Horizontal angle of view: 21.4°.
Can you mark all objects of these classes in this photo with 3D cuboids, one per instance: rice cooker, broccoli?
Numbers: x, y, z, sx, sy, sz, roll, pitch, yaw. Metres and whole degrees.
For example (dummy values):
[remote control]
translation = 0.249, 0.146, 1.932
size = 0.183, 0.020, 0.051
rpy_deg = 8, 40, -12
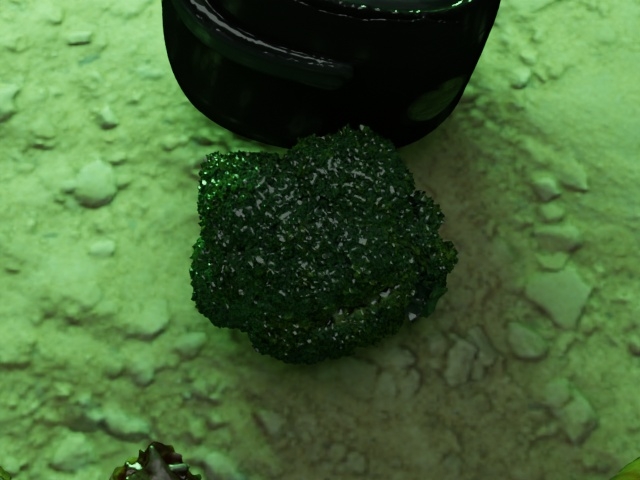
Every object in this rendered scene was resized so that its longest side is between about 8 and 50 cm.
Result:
[rice cooker]
translation = 0.005, -0.196, 1.220
size = 0.267, 0.224, 0.267
rpy_deg = 5, 67, -11
[broccoli]
translation = 0.000, 0.000, 1.163
size = 0.195, 0.195, 0.156
rpy_deg = 13, 37, 6

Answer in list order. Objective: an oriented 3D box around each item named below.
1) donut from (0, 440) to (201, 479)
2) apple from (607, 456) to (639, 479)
[donut]
translation = -0.170, 0.231, 1.081
size = 0.230, 0.096, 0.216
rpy_deg = -9, 66, -6
[apple]
translation = 0.187, 0.256, 0.989
size = 0.264, 0.264, 0.264
rpy_deg = 0, 63, -1
